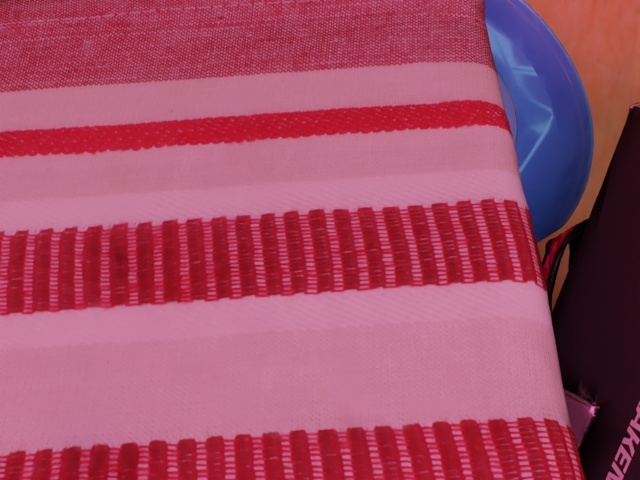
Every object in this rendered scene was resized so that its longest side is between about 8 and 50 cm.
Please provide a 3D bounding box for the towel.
[{"bbox_3d":[-0.046,0.031,0.389,0.237,0.037,0.329,-4,50,1],"label":"towel"}]

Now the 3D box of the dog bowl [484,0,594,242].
[{"bbox_3d":[0.000,0.000,0.528,0.166,0.074,0.297,35,60,-1],"label":"dog bowl"}]

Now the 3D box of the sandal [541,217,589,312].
[{"bbox_3d":[0.108,0.035,0.514,0.040,0.179,0.067,26,27,32],"label":"sandal"}]

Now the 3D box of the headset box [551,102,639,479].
[{"bbox_3d":[0.198,0.107,0.443,0.283,0.246,0.131,12,20,-13],"label":"headset box"}]
